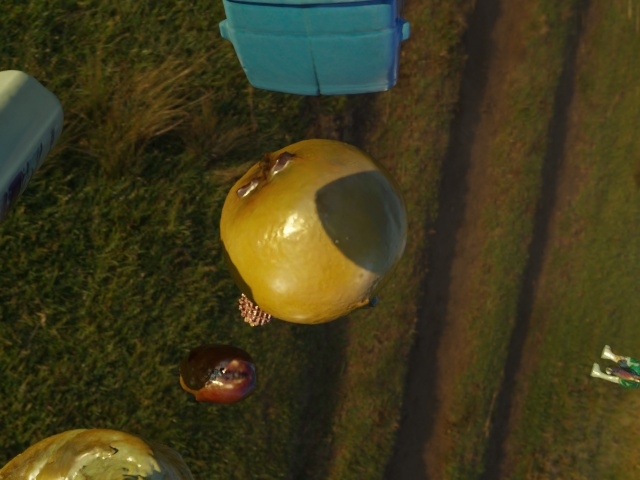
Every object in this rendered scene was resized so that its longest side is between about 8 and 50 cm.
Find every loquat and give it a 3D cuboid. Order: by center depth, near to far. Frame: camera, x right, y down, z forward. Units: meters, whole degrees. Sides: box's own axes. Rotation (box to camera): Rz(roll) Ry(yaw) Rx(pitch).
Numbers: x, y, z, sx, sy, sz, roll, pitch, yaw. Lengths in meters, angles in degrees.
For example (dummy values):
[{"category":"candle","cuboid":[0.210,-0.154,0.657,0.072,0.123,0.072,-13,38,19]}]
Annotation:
[{"category":"loquat","cuboid":[0.000,0.000,1.190,0.328,0.329,0.359,-54,124,-27]}]

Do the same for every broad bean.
[{"category":"broad bean","cuboid":[-0.212,0.277,1.437,0.156,0.228,0.121,4,83,-25]}]

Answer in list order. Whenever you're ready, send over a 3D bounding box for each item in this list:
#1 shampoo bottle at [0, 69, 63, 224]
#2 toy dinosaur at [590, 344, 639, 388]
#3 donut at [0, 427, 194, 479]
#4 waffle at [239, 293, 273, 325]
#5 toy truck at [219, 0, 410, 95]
[{"category":"shampoo bottle","cuboid":[-0.271,0.011,0.441,0.078,0.134,0.359,41,25,-25]},{"category":"toy dinosaur","cuboid":[0.403,0.172,0.863,0.044,0.106,0.187,-68,163,-2]},{"category":"donut","cuboid":[-0.317,0.410,0.888,0.360,0.361,0.170,-55,142,-26]},{"category":"waffle","cuboid":[-0.116,0.121,1.290,0.083,0.029,0.075,-30,108,-36]},{"category":"toy truck","cuboid":[0.018,-0.295,0.603,0.162,0.161,0.384,81,14,-52]}]
